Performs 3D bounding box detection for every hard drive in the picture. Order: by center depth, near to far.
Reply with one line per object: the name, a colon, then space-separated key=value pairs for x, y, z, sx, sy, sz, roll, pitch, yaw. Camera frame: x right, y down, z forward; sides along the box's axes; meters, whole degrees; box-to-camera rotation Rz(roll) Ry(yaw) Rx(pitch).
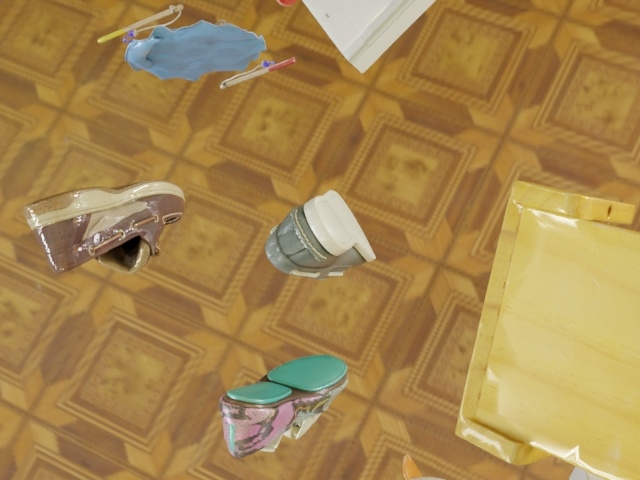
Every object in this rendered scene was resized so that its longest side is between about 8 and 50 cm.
hard drive: x=0.118 y=-0.352 z=1.302 sx=0.307 sy=0.040 sz=0.203 roll=-45 pitch=35 yaw=12

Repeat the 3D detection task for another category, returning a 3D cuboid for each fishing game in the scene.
fishing game: x=-0.166 y=-0.257 z=1.488 sx=0.189 sy=0.264 sz=0.041 roll=-15 pitch=75 yaw=34

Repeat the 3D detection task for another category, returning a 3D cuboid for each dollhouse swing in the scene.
dollhouse swing: x=0.377 y=0.125 z=1.451 sx=0.305 sy=0.315 sz=0.347 roll=15 pitch=97 yaw=32

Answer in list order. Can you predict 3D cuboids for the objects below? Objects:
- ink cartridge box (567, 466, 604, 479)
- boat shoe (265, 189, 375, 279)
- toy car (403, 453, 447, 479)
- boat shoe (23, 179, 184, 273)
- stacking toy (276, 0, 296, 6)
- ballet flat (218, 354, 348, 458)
ink cartridge box: x=0.417 y=0.371 z=1.463 sx=0.176 sy=0.128 sz=0.127 roll=6 pitch=47 yaw=-5
boat shoe: x=0.000 y=0.000 z=1.589 sx=0.099 sy=0.319 sz=0.116 roll=-32 pitch=83 yaw=10
toy car: x=0.099 y=0.292 z=0.933 sx=0.219 sy=0.210 sz=0.238 roll=-16 pitch=42 yaw=17
boat shoe: x=-0.286 y=-0.010 z=1.580 sx=0.123 sy=0.342 sz=0.123 roll=-18 pitch=88 yaw=18
stacking toy: x=-0.057 y=-0.392 z=1.089 sx=0.309 sy=0.279 sz=0.130 roll=46 pitch=71 yaw=-12
ballet flat: x=-0.041 y=0.178 z=1.183 sx=0.076 sy=0.221 sz=0.079 roll=14 pitch=102 yaw=24
